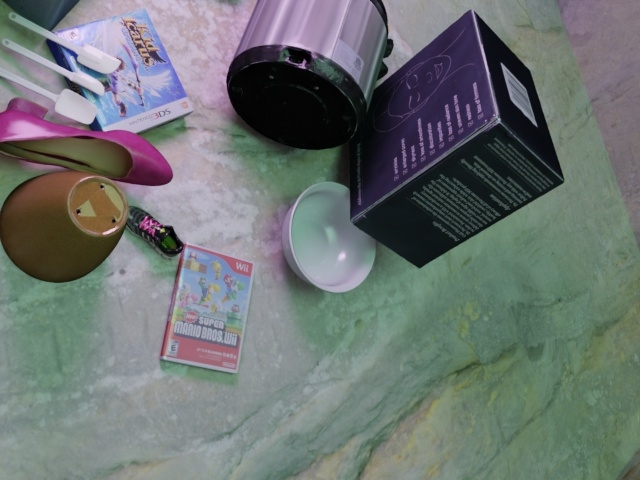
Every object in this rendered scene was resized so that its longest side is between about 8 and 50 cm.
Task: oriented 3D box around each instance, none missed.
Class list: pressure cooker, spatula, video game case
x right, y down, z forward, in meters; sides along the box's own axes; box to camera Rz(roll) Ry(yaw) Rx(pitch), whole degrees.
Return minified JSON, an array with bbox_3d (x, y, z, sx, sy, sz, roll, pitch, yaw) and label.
[{"bbox_3d":[-0.012,-0.490,1.735,0.370,0.375,0.421,74,29,-61],"label":"pressure cooker"},{"bbox_3d":[-0.576,-0.371,1.448,0.242,0.019,0.168,25,83,-18],"label":"spatula"},{"bbox_3d":[-0.458,-0.381,1.572,0.244,0.061,0.270,-33,102,-38],"label":"video game case"},{"bbox_3d":[-0.268,0.166,1.643,0.204,0.025,0.285,19,70,-34],"label":"video game case"}]

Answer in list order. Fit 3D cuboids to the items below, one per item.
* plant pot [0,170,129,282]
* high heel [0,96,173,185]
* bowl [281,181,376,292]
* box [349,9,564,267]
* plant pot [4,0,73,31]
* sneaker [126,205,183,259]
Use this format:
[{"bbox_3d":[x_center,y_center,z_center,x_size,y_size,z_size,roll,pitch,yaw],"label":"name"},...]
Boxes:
[{"bbox_3d":[-0.493,-0.046,1.358,0.237,0.254,0.237,8,76,-36],"label":"plant pot"},{"bbox_3d":[-0.495,-0.167,1.417,0.377,0.127,0.181,19,32,-20],"label":"high heel"},{"bbox_3d":[0.000,0.000,1.817,0.297,0.134,0.298,9,76,-37],"label":"bowl"},{"bbox_3d":[0.336,-0.267,1.828,0.297,0.471,0.480,34,40,-31],"label":"box"},{"bbox_3d":[-0.567,-0.640,1.411,0.248,0.252,0.247,43,58,-25],"label":"plant pot"},{"bbox_3d":[-0.380,-0.022,1.557,0.170,0.074,0.063,45,57,-23],"label":"sneaker"}]
